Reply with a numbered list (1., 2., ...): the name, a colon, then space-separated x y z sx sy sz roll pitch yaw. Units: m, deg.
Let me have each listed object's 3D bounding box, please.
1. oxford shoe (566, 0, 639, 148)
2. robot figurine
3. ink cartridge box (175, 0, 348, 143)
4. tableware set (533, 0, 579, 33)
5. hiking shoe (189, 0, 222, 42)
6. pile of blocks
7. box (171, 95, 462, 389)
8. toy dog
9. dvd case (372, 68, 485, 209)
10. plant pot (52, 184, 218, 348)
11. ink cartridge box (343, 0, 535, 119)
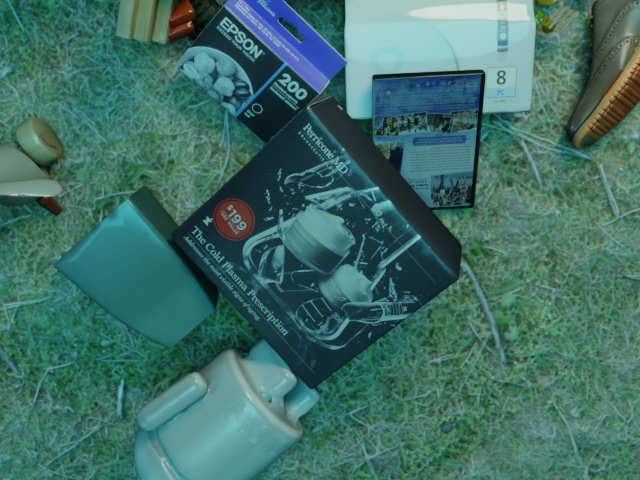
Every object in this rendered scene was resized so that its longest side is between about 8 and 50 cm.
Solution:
1. oxford shoe: 0.506 -0.329 1.228 0.133 0.130 0.364 36 104 29
2. robot figurine: -0.173 0.324 1.242 0.353 0.200 0.300 -41 128 5
3. ink cartridge box: -0.098 -0.287 1.184 0.206 0.045 0.208 40 128 -16
4. tableware set: 0.417 -0.414 1.227 0.154 0.104 0.024 -53 137 4
5. hiking shoe: -0.205 -0.379 1.210 0.086 0.114 0.227 -44 94 6
6. pile of blocks: -0.189 -0.452 1.077 0.112 0.149 0.362 17 88 3
7. box: 0.000 0.000 1.182 0.312 0.179 0.343 -41 94 19
8. toy dog: -0.505 -0.065 1.173 0.220 0.334 0.161 -25 114 27
9. dvd case: 0.177 -0.161 1.222 0.180 0.022 0.253 -3 124 0
10. plant pot: -0.291 0.055 1.238 0.165 0.166 0.234 -41 101 5
11. ink cartridge box: 0.189 -0.396 1.178 0.308 0.091 0.385 -2 111 1
